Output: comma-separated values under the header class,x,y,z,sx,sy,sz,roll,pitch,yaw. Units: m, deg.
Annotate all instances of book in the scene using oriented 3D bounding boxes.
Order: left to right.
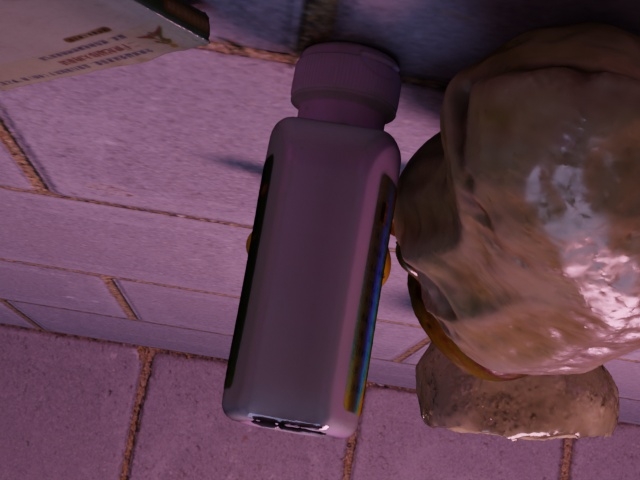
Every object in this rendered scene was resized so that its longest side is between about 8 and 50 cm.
class,x,y,z,sx,sy,sz,roll,pitch,yaw
book,-0.221,-0.149,0.573,0.201,0.026,0.289,-3,162,40

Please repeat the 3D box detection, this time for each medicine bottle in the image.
class,x,y,z,sx,sy,sz,roll,pitch,yaw
medicine bottle,0.000,0.000,0.640,0.078,0.219,0.115,8,169,5

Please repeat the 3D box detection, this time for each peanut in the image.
class,x,y,z,sx,sy,sz,roll,pitch,yaw
peanut,0.138,-0.015,0.638,0.174,0.158,0.340,52,164,5

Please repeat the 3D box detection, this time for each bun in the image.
class,x,y,z,sx,sy,sz,roll,pitch,yaw
bun,0.245,0.167,1.416,0.259,0.152,0.259,1,178,0

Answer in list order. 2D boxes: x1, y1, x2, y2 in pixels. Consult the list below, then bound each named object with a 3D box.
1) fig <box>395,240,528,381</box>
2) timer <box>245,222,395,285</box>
class,x,y,z,sx,sy,sz,roll,pitch,yaw
fig,0.131,0.041,0.926,0.186,0.142,0.148,2,148,-39
timer,0.004,0.009,0.949,0.107,0.109,0.107,46,162,20
